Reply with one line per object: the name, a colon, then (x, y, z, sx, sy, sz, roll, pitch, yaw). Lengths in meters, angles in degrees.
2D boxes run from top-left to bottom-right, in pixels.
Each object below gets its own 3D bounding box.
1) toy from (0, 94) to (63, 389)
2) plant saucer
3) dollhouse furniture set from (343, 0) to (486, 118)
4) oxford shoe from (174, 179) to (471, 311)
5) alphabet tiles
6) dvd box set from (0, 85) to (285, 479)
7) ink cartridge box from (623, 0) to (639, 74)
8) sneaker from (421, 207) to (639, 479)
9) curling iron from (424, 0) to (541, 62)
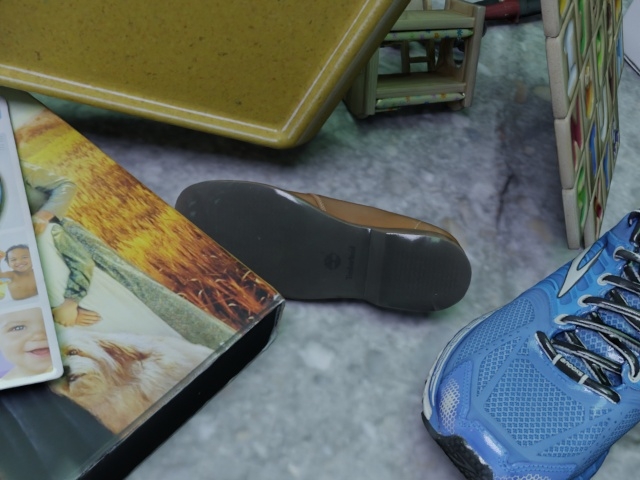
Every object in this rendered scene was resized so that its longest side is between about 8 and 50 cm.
toy: (-0.233, -0.019, 0.382, 0.137, 0.056, 0.237, -10, 54, -25)
plant saucer: (-0.082, -0.173, 0.422, 0.333, 0.333, 0.080, 10, 59, -22)
dollhouse furniture set: (0.031, -0.182, 0.670, 0.182, 0.101, 0.161, -8, 29, -20)
oxford shoe: (0.000, 0.000, 0.513, 0.213, 0.076, 0.076, 15, 19, 1)
alphabet tiles: (0.212, -0.171, 0.544, 0.011, 0.342, 0.285, 3, 42, 30)
dvd box set: (-0.276, 0.008, 0.426, 0.420, 0.062, 0.308, 38, 51, 17)
ink cartridge box: (0.567, -0.290, 0.745, 0.395, 0.285, 0.166, -8, 52, -21)
sneaker: (0.197, 0.044, 0.462, 0.330, 0.147, 0.130, -31, 64, -32)
curling iron: (0.219, -0.254, 0.793, 0.274, 0.035, 0.068, -23, 69, -30)
